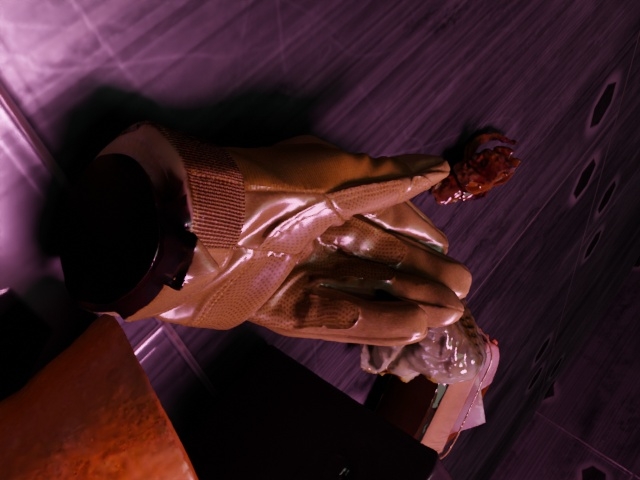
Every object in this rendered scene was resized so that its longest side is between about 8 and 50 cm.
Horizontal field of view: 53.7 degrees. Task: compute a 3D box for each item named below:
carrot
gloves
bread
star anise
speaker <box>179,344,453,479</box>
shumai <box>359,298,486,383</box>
[{"bbox_3d":[-0.186,0.168,0.377,0.225,0.159,0.159,-31,142,-17],"label":"carrot"},{"bbox_3d":[-0.013,-0.002,0.462,0.331,0.141,0.154,5,87,-47],"label":"gloves"},{"bbox_3d":[0.186,0.223,0.961,0.212,0.142,0.224,7,110,-55],"label":"bread"},{"bbox_3d":[0.209,-0.095,0.789,0.190,0.070,0.097,-21,160,-50],"label":"star anise"},{"bbox_3d":[-0.031,0.267,0.558,0.254,0.232,0.184,-46,130,-18],"label":"speaker"},{"bbox_3d":[0.101,0.096,0.772,0.142,0.184,0.184,-36,157,22],"label":"shumai"}]
